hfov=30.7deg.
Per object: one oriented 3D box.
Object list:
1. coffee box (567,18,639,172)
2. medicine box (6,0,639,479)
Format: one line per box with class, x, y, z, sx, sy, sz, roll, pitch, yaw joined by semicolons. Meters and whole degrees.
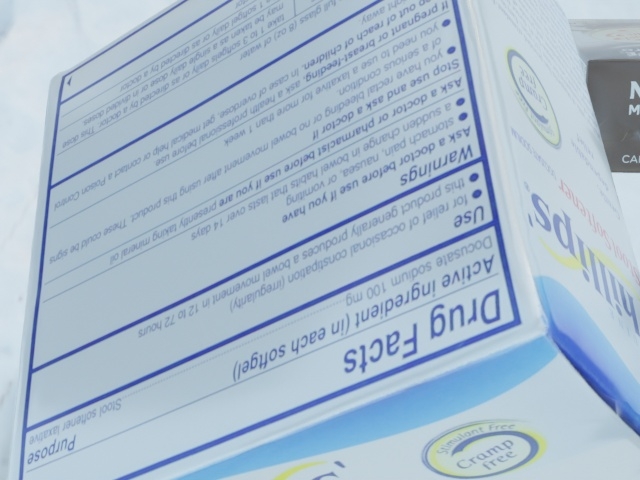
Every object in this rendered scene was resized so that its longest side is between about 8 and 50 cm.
coffee box;0.294;-0.138;1.060;0.141;0.246;0.098;0;109;4
medicine box;0.000;0.000;0.573;0.263;0.149;0.289;-25;49;26
